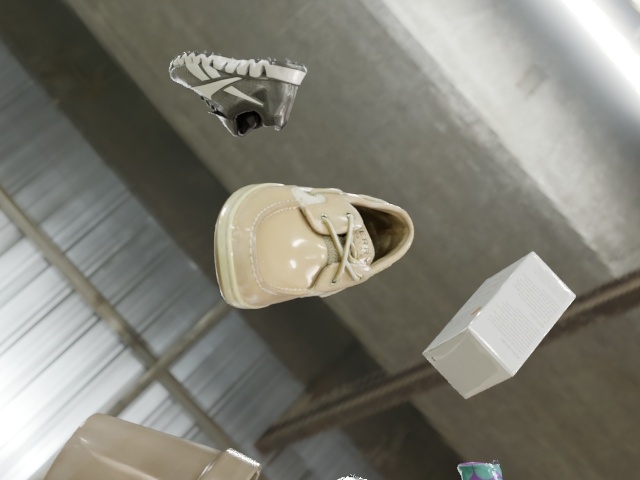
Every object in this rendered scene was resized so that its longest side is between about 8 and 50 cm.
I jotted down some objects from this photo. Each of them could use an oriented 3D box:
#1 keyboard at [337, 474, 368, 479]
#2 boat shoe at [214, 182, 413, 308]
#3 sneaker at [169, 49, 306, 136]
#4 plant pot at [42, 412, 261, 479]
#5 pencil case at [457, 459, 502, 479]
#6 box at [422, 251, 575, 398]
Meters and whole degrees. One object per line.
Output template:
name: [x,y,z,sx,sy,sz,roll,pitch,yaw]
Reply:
keyboard: [0.086,0.413,1.996,0.202,0.317,0.033,15,-85,16]
boat shoe: [0.000,0.000,1.225,0.098,0.302,0.109,-2,-87,23]
sneaker: [-0.122,-0.193,1.782,0.234,0.078,0.106,12,-88,40]
plant pot: [-0.293,0.429,2.161,0.280,0.323,0.323,30,-35,8]
pencil case: [0.249,0.410,2.030,0.070,0.065,0.151,141,-55,-68]
box: [0.245,0.117,1.848,0.091,0.170,0.130,46,-31,-3]
